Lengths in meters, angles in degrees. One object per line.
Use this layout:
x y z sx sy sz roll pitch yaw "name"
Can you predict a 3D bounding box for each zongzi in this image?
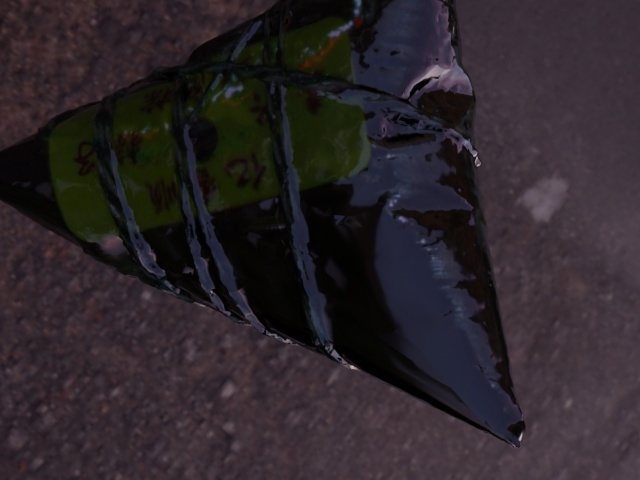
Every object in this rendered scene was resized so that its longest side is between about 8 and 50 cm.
0.000 0.000 0.832 0.383 0.362 0.319 -28 157 37 "zongzi"
